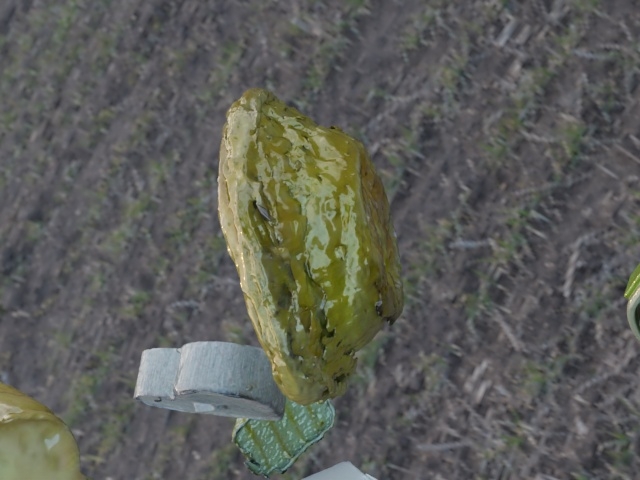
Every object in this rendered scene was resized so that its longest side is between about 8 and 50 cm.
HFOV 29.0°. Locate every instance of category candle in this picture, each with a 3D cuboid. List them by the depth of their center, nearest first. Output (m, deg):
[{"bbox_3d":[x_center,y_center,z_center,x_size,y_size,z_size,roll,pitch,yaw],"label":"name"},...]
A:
[{"bbox_3d":[-0.105,0.159,1.365,0.192,0.168,0.068,-11,67,49],"label":"candle"}]

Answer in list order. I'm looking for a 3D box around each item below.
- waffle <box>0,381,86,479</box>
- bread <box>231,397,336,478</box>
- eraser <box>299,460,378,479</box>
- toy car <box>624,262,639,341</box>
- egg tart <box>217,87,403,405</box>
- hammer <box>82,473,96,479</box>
[{"bbox_3d":[-0.237,0.067,0.446,0.168,0.274,0.057,16,96,51],"label":"waffle"},{"bbox_3d":[-0.068,0.261,1.758,0.156,0.103,0.110,-30,17,-24],"label":"bread"},{"bbox_3d":[-0.068,0.181,0.379,0.038,0.157,0.230,40,124,30],"label":"eraser"},{"bbox_3d":[0.427,0.034,1.152,0.198,0.248,0.204,-59,-8,-39],"label":"toy car"},{"bbox_3d":[0.000,0.000,1.090,0.123,0.294,0.294,-13,56,8],"label":"egg tart"},{"bbox_3d":[-0.166,0.175,0.884,0.062,0.199,0.013,15,71,39],"label":"hammer"}]
